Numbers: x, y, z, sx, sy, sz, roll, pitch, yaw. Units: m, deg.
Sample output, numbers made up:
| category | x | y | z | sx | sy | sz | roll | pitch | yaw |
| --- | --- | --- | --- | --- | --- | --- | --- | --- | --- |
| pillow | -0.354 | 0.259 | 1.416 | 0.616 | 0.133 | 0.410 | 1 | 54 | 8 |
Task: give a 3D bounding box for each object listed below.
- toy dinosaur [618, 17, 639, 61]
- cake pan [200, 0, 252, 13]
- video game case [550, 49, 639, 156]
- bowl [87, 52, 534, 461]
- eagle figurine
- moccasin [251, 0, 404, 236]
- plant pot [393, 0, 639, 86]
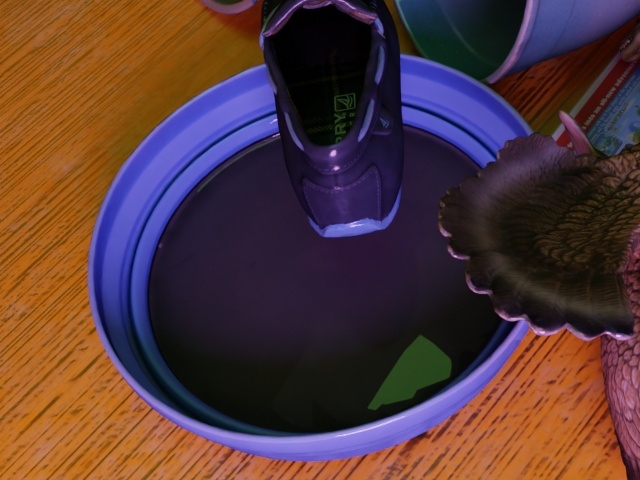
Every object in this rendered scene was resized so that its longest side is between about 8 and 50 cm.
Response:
| category | x | y | z | sx | sy | sz | roll | pitch | yaw |
| --- | --- | --- | --- | --- | --- | --- | --- | --- | --- |
| toy dinosaur | 0.341 | -0.130 | 0.690 | 0.268 | 0.064 | 0.118 | 22 | 70 | 41 |
| cake pan | -0.084 | -0.394 | 0.936 | 0.054 | 0.293 | 0.293 | -11 | 47 | -33 |
| video game case | 0.357 | -0.074 | 0.741 | 0.285 | 0.025 | 0.204 | 30 | 67 | 29 |
| bowl | 0.000 | 0.000 | 0.743 | 0.391 | 0.077 | 0.391 | -6 | 55 | 9 |
| eagle figurine | 0.212 | 0.006 | 0.580 | 0.226 | 0.225 | 0.298 | 36 | 71 | 19 |
| moccasin | 0.016 | -0.166 | 0.734 | 0.138 | 0.117 | 0.342 | -16 | 53 | 2 |
| plant pot | 0.223 | -0.300 | 0.803 | 0.255 | 0.271 | 0.271 | -17 | 52 | -17 |
